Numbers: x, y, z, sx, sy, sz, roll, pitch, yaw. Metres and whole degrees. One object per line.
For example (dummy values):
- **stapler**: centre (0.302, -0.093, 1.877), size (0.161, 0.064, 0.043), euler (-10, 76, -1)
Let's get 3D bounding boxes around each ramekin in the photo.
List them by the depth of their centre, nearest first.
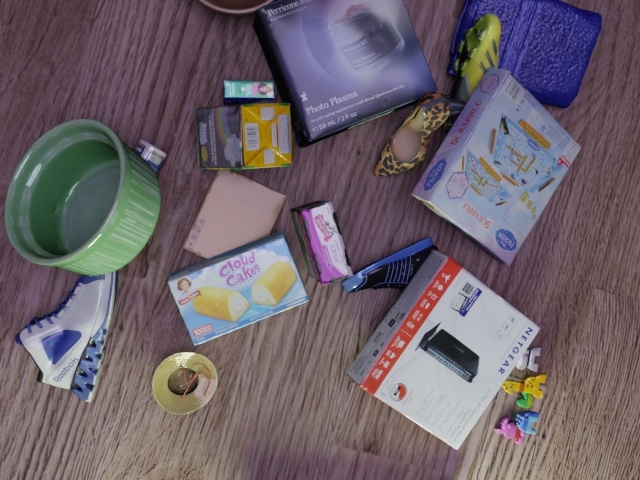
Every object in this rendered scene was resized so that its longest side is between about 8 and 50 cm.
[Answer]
- **ramekin**: centre (-0.466, -0.076, 1.779), size (0.303, 0.148, 0.304), euler (-10, 67, 25)

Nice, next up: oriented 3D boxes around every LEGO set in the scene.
- **LEGO set**: centre (0.444, 0.350, 2.012), size (0.093, 0.087, 0.227), euler (11, 90, -8)

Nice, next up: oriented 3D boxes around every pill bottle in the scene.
- **pill bottle**: centre (-0.384, -0.149, 1.892), size (0.067, 0.067, 0.120), euler (31, 88, -8)

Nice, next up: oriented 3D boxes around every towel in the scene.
- **towel**: centre (0.450, -0.440, 1.986), size (0.308, 0.076, 0.228), euler (15, 105, -8)

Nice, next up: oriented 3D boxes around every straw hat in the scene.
- **straw hat**: centre (-0.300, 0.303, 1.924), size (0.144, 0.061, 0.145), euler (-2, 95, -25)

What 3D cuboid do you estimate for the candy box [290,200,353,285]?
- **candy box**: centre (0.000, 0.000, 1.865), size (0.071, 0.233, 0.159), euler (-17, 95, -7)

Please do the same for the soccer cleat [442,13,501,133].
- **soccer cleat**: centre (0.346, -0.351, 1.919), size (0.121, 0.093, 0.289), euler (7, 126, -10)

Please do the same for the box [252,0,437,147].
- **box**: centre (0.046, -0.388, 1.884), size (0.296, 0.183, 0.294), euler (-23, 94, -7)

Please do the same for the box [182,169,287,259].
- **box**: centre (-0.187, -0.040, 1.945), size (0.164, 0.021, 0.201), euler (25, 89, -8)

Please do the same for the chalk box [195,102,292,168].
- **chalk box**: centre (-0.174, -0.218, 1.866), size (0.132, 0.213, 0.133), euler (-8, 100, -39)

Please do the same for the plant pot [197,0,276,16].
- **plant pot**: centre (-0.178, -0.580, 1.876), size (0.237, 0.110, 0.238), euler (0, 88, -5)

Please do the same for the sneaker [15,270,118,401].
- **sneaker**: centre (-0.532, 0.171, 1.855), size (0.182, 0.127, 0.316), euler (12, 92, -10)

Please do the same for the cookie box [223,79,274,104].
- **cookie box**: centre (-0.155, -0.316, 1.904), size (0.107, 0.092, 0.040), euler (-1, 90, -8)

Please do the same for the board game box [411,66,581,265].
- **board game box**: centre (0.387, -0.153, 1.921), size (0.318, 0.066, 0.318), euler (34, 87, -38)

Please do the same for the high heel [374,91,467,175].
- **high heel**: centre (0.177, -0.219, 1.873), size (0.261, 0.186, 0.093), euler (-40, 75, 27)

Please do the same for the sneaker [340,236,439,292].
- **sneaker**: centre (0.163, 0.076, 1.966), size (0.232, 0.081, 0.091), euler (-25, 90, -6)

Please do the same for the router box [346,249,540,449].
- **router box**: centre (0.273, 0.240, 1.951), size (0.301, 0.082, 0.335), euler (35, 88, -22)

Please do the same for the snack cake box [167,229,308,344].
- **snack cake box**: centre (-0.174, 0.099, 1.901), size (0.264, 0.089, 0.152), euler (-22, 102, 0)
